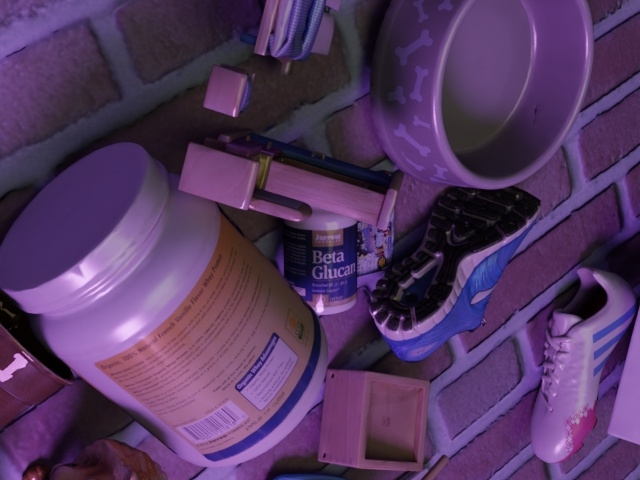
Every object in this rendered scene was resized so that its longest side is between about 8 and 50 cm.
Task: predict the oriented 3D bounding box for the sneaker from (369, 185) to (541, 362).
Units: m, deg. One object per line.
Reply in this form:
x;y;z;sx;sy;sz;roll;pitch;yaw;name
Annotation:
0.195;0.042;1.301;0.330;0.130;0.147;-43;145;-22;sneaker

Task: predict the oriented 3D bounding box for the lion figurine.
-0.251;0.380;0.992;0.142;0.240;0.392;-5;107;-35;lion figurine

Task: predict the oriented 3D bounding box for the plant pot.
-0.361;0.137;0.898;0.165;0.167;0.167;-44;125;-8;plant pot

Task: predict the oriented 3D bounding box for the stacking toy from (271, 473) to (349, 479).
0.044;0.439;1.182;0.166;0.302;0.175;15;94;-38;stacking toy

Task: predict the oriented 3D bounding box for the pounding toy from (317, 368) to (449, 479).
0.088;0.292;1.276;0.181;0.094;0.206;15;77;-39;pounding toy

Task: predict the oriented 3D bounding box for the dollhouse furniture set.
0.017;-0.184;0.947;0.198;0.286;0.303;16;102;4;dollhouse furniture set

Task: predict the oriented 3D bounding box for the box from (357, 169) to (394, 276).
0.056;-0.020;1.223;0.094;0.027;0.137;-13;111;-31;box

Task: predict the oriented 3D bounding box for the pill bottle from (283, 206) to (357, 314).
0.000;0.000;1.148;0.094;0.094;0.169;-12;111;-33;pill bottle

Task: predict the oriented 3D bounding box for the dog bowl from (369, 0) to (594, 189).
0.230;-0.227;1.222;0.349;0.102;0.348;-16;117;-33;dog bowl

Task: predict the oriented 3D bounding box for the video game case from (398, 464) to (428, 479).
0.117;0.468;1.421;0.173;0.022;0.190;-30;120;-26;video game case

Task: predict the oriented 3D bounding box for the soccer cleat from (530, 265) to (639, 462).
0.405;0.195;1.499;0.143;0.116;0.331;32;79;-29;soccer cleat

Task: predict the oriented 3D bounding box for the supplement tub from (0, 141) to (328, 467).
-0.160;0.072;0.969;0.228;0.228;0.316;-49;126;-13;supplement tub

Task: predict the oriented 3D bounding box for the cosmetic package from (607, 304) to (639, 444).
0.604;0.138;1.558;0.284;0.097;0.377;-8;112;-63;cosmetic package
